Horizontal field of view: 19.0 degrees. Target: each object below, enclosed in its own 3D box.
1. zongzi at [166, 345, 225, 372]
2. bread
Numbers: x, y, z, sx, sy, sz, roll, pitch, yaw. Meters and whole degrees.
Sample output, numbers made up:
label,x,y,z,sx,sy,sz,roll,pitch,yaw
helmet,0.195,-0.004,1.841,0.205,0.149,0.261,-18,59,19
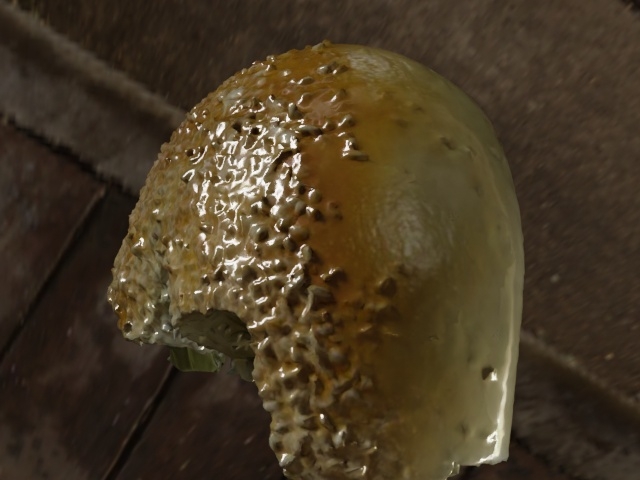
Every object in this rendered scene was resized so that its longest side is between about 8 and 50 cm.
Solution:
label,x,y,z,sx,sy,sz,roll,pitch,yaw
zongzi,-0.100,0.027,1.447,0.055,0.119,0.109,-4,55,15
bread,0.002,-0.003,0.969,0.171,0.314,0.192,11,108,-22
